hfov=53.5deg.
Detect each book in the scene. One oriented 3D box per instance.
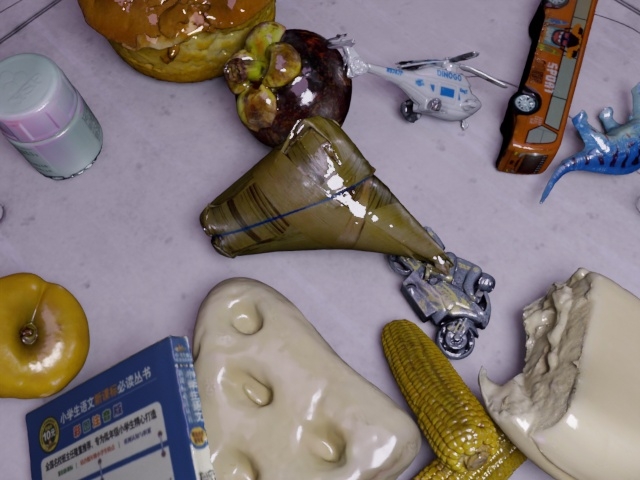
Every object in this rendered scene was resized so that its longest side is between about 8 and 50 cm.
[{"bbox_3d":[-0.227,0.361,0.735,0.300,0.039,0.428,-28,64,26],"label":"book"}]

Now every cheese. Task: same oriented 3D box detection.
[{"bbox_3d":[-0.099,0.245,0.806,0.328,0.130,0.351,-45,67,-10],"label":"cheese"},{"bbox_3d":[0.328,0.169,0.769,0.233,0.127,0.266,35,50,1],"label":"cheese"}]

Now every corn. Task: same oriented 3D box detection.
[{"bbox_3d":[0.145,0.188,0.806,0.080,0.080,0.231,-22,38,-5],"label":"corn"},{"bbox_3d":[0.191,0.284,0.795,0.238,0.080,0.080,-39,70,-10],"label":"corn"}]

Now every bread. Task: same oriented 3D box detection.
[{"bbox_3d":[-0.226,-0.429,1.067,0.336,0.204,0.359,-20,63,-2],"label":"bread"}]

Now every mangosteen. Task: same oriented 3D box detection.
[{"bbox_3d":[-0.057,-0.237,0.962,0.192,0.217,0.192,-5,79,28],"label":"mangosteen"}]

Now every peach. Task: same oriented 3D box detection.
[{"bbox_3d":[-0.404,0.129,0.866,0.179,0.103,0.179,21,56,-35],"label":"peach"}]

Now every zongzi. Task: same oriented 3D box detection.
[{"bbox_3d":[0.000,0.000,0.906,0.260,0.123,0.289,-38,90,17],"label":"zongzi"}]

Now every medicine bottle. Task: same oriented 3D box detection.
[{"bbox_3d":[-0.432,-0.192,0.995,0.135,0.168,0.135,-1,67,3],"label":"medicine bottle"}]

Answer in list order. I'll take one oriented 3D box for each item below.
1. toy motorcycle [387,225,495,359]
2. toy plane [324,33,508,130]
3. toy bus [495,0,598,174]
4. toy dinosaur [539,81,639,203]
[{"bbox_3d":[0.183,0.066,0.899,0.124,0.061,0.193,-24,67,-9],"label":"toy motorcycle"},{"bbox_3d":[0.147,-0.237,0.957,0.181,0.273,0.108,9,94,41],"label":"toy plane"},{"bbox_3d":[0.370,-0.291,1.023,0.092,0.093,0.409,18,70,9],"label":"toy bus"},{"bbox_3d":[0.452,-0.155,0.969,0.328,0.076,0.145,-14,73,-13],"label":"toy dinosaur"}]
